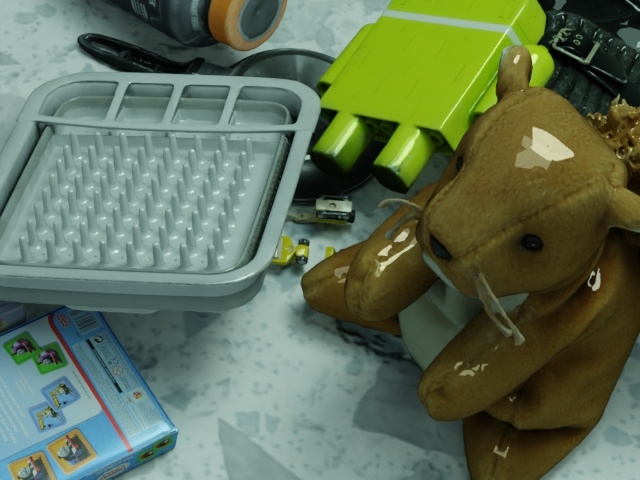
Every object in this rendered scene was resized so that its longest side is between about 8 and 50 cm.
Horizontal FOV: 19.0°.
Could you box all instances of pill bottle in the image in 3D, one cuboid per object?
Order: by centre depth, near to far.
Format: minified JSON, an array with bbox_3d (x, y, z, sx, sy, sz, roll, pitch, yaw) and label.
[{"bbox_3d":[-0.148,-0.277,1.929,0.245,0.130,0.130,31,54,31],"label":"pill bottle"}]

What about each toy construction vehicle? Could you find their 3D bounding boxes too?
[{"bbox_3d":[0.000,0.000,1.818,0.098,0.035,0.086,2,63,-2],"label":"toy construction vehicle"}]

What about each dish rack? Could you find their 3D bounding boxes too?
[{"bbox_3d":[-0.157,-0.039,1.739,0.285,0.072,0.333,3,35,9],"label":"dish rack"}]

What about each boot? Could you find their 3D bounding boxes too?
[{"bbox_3d":[0.195,-0.197,1.928,0.348,0.131,0.260,31,55,17],"label":"boot"}]

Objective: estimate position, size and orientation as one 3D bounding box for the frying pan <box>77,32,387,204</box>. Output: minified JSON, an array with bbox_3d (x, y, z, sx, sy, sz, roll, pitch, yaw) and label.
[{"bbox_3d":[-0.068,-0.162,1.928,0.197,0.053,0.326,-34,66,-29],"label":"frying pan"}]

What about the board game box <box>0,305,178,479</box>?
[{"bbox_3d":[-0.254,0.155,1.653,0.211,0.039,0.160,-24,64,-24],"label":"board game box"}]

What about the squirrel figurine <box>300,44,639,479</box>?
[{"bbox_3d":[0.205,-0.022,1.605,0.397,0.370,0.281,-28,65,-16],"label":"squirrel figurine"}]

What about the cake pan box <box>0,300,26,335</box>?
[{"bbox_3d":[-0.434,0.042,1.711,0.267,0.070,0.246,-23,56,-23],"label":"cake pan box"}]

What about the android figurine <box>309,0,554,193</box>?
[{"bbox_3d":[0.108,-0.164,1.809,0.248,0.056,0.273,13,60,45],"label":"android figurine"}]
